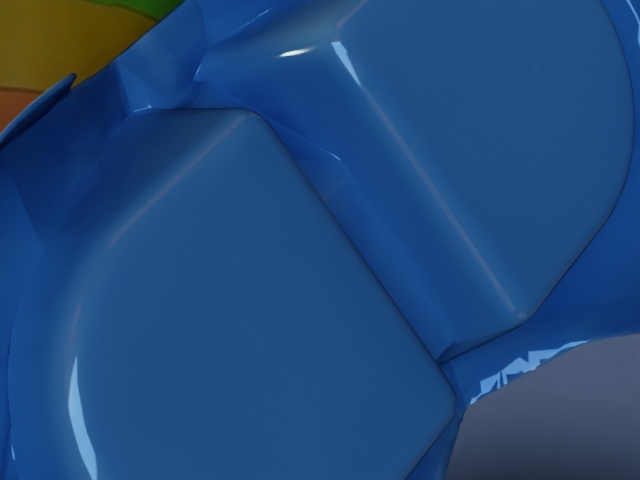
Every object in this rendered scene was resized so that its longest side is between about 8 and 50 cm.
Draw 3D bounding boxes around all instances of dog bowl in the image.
[{"bbox_3d":[0.000,0.000,0.438,0.166,0.074,0.297,55,53,-16],"label":"dog bowl"}]

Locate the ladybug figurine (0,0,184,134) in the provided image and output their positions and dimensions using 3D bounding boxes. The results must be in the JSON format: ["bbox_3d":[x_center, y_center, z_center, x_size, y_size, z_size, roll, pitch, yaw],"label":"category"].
[{"bbox_3d":[-0.104,-0.043,0.517,0.305,0.162,0.449,17,71,-35],"label":"ladybug figurine"}]
